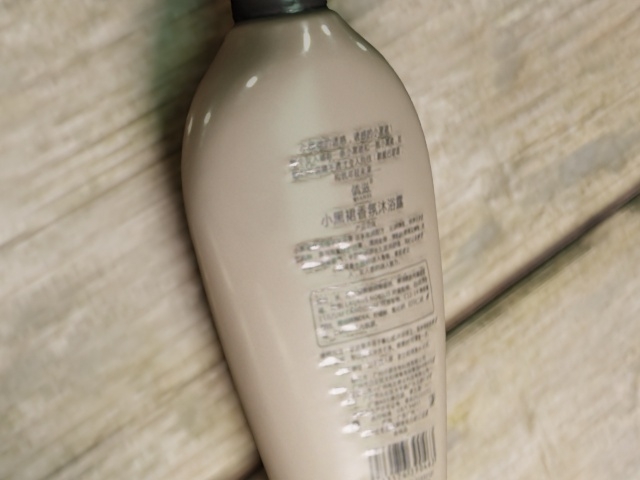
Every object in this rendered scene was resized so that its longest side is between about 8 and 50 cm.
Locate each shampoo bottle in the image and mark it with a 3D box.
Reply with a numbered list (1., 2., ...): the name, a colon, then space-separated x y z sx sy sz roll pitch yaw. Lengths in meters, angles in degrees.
1. shampoo bottle: 0.000 0.000 0.806 0.127 0.078 0.257 -13 99 -31
